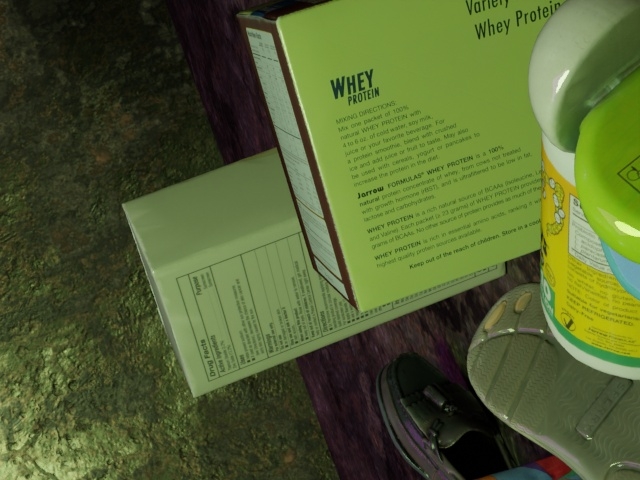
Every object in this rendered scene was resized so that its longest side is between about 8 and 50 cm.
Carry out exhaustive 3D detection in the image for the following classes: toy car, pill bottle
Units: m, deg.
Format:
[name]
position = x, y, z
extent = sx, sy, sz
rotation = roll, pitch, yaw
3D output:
[toy car]
position = 0.178, -0.038, 0.507
extent = 0.159, 0.182, 0.136
rotation = 47, 164, 30
[pill bottle]
position = 0.176, -0.031, 0.695
extent = 0.208, 0.118, 0.117
rotation = 80, 166, -47

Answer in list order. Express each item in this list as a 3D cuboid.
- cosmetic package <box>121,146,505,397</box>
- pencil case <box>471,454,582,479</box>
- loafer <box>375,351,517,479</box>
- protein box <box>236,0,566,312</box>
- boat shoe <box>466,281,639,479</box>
[cosmetic package]
position = 0.000, 0.000, 1.152
extent = 0.113, 0.310, 0.160
rotation = -121, 15, -48
[pencil case]
position = 0.149, 0.246, 1.076
extent = 0.104, 0.236, 0.104
rotation = 169, 90, -76
[loafer]
position = 0.166, 0.235, 1.383
extent = 0.302, 0.109, 0.095
rotation = 59, 147, 25
[protein box]
position = 0.073, -0.089, 0.898
extent = 0.136, 0.200, 0.201
rotation = -140, 32, -71
[boat shoe]
position = 0.229, 0.143, 0.821
extent = 0.116, 0.123, 0.324
rotation = 32, -167, -46
